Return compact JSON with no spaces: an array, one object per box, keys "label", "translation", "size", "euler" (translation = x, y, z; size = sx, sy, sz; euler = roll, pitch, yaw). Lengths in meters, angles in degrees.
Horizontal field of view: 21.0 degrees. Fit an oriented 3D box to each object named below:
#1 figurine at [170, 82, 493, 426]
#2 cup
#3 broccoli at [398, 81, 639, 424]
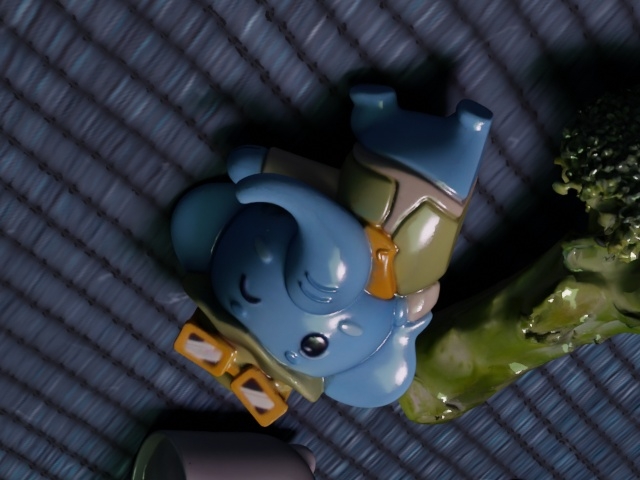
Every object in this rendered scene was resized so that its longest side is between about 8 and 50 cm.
[{"label":"figurine","translation":[0.002,-0.001,1.178],"size":[0.180,0.154,0.262],"euler":[16,115,-24]},{"label":"cup","translation":[-0.076,0.235,1.426],"size":[0.142,0.134,0.173],"euler":[3,137,-28]},{"label":"broccoli","translation":[0.192,0.030,1.254],"size":[0.361,0.221,0.252],"euler":[-30,176,16]}]
